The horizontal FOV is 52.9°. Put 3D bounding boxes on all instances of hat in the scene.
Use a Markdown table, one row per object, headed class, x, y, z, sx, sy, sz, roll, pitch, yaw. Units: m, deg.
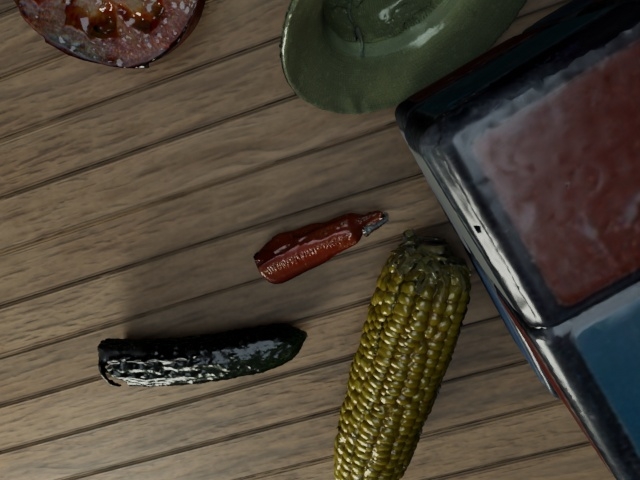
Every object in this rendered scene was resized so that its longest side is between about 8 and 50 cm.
| class | x | y | z | sx | sy | sz | roll | pitch | yaw |
| --- | --- | --- | --- | --- | --- | --- | --- | --- | --- |
| hat | 0.061 | -0.250 | 0.595 | 0.257 | 0.257 | 0.130 | -31 | 64 | 12 |

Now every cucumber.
| class | x | y | z | sx | sy | sz | roll | pitch | yaw |
| --- | --- | --- | --- | --- | --- | --- | --- | --- | --- |
| cucumber | -0.135 | 0.138 | 0.762 | 0.245 | 0.067 | 0.067 | -4 | 104 | 6 |

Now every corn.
| class | x | y | z | sx | sy | sz | roll | pitch | yaw |
| --- | --- | --- | --- | --- | --- | --- | --- | --- | --- |
| corn | 0.087 | 0.142 | 0.720 | 0.115 | 0.115 | 0.318 | 16 | 108 | 1 |

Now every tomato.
| class | x | y | z | sx | sy | sz | roll | pitch | yaw |
| --- | --- | --- | --- | --- | --- | --- | --- | --- | --- |
| tomato | -0.205 | -0.286 | 0.648 | 0.224 | 0.085 | 0.225 | 2 | 108 | 5 |

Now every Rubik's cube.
| class | x | y | z | sx | sy | sz | roll | pitch | yaw |
| --- | --- | --- | --- | --- | --- | --- | --- | --- | --- |
| Rubik's cube | 0.273 | -0.049 | 0.539 | 0.318 | 0.313 | 0.316 | -31 | 100 | 9 |

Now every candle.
| class | x | y | z | sx | sy | sz | roll | pitch | yaw |
| --- | --- | --- | --- | --- | --- | --- | --- | --- | --- |
| candle | 0.000 | 0.000 | 0.721 | 0.162 | 0.048 | 0.053 | -24 | 84 | 11 |
